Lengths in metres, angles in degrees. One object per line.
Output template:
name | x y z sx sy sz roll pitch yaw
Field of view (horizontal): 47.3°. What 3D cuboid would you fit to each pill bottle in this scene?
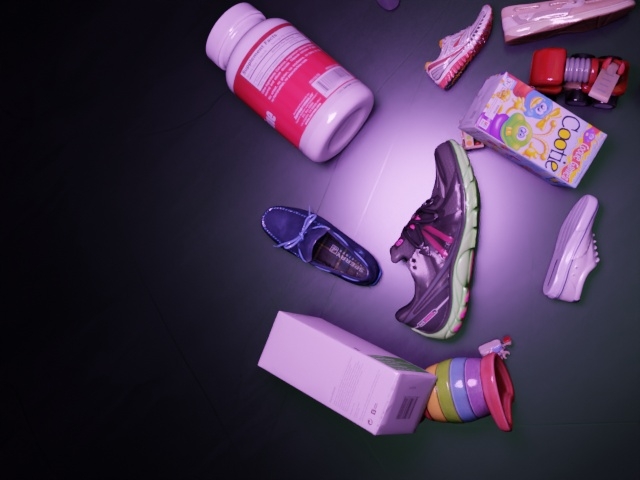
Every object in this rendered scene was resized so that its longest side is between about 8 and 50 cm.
pill bottle | -0.084 -0.401 1.821 0.407 0.229 0.229 42 97 12

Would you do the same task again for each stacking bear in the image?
stacking bear | 0.296 0.368 1.743 0.288 0.175 0.164 -15 110 24

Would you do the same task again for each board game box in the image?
board game box | 0.484 -0.253 1.686 0.275 0.144 0.142 30 94 -8

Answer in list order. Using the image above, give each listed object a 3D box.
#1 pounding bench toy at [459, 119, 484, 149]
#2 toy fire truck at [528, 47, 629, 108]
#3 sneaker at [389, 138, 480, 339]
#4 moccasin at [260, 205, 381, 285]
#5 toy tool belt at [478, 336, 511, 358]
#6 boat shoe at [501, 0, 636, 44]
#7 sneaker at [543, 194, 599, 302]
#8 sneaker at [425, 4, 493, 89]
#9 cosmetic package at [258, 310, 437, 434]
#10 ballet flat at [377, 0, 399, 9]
pounding bench toy | 0.372 -0.266 1.803 0.052 0.083 0.065 -7 118 12
toy fire truck | 0.587 -0.368 1.654 0.216 0.246 0.159 9 89 13
sneaker | 0.270 -0.009 1.748 0.202 0.185 0.483 7 88 9
moccasin | 0.000 0.000 1.842 0.341 0.117 0.138 24 93 13
toy tool belt | 0.431 0.269 1.772 0.083 0.052 0.051 -25 114 14
boat shoe | 0.585 -0.548 1.737 0.302 0.109 0.098 -10 87 18
sneaker | 0.611 0.023 1.725 0.091 0.094 0.258 19 97 -5
sneaker | 0.343 -0.487 1.798 0.092 0.088 0.225 39 96 13
cosmetic package | 0.058 0.308 1.715 0.365 0.197 0.155 24 94 36
ballet flat | 0.151 -0.690 1.860 0.074 0.074 0.203 -15 85 12
